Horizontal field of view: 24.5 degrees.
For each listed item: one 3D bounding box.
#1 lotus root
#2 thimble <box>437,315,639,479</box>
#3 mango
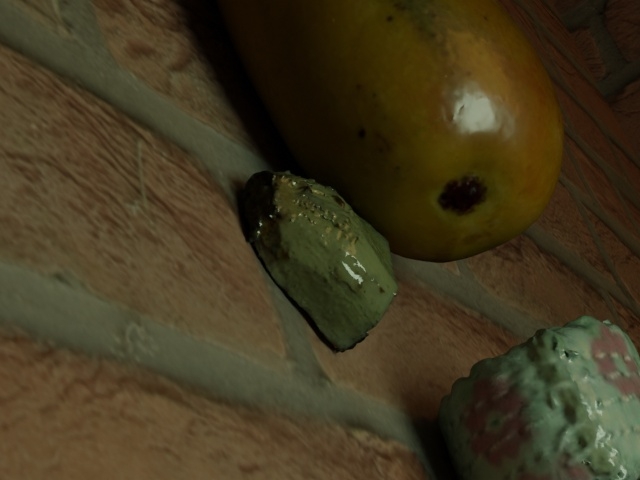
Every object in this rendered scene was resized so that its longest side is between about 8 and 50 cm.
[{"bbox_3d":[0.003,-0.001,1.192,0.144,0.070,0.143,45,22,-32],"label":"lotus root"},{"bbox_3d":[0.201,0.162,1.239,0.211,0.185,0.149,79,-11,-68],"label":"thimble"},{"bbox_3d":[0.046,-0.179,1.351,0.445,0.232,0.300,57,13,22],"label":"mango"}]
